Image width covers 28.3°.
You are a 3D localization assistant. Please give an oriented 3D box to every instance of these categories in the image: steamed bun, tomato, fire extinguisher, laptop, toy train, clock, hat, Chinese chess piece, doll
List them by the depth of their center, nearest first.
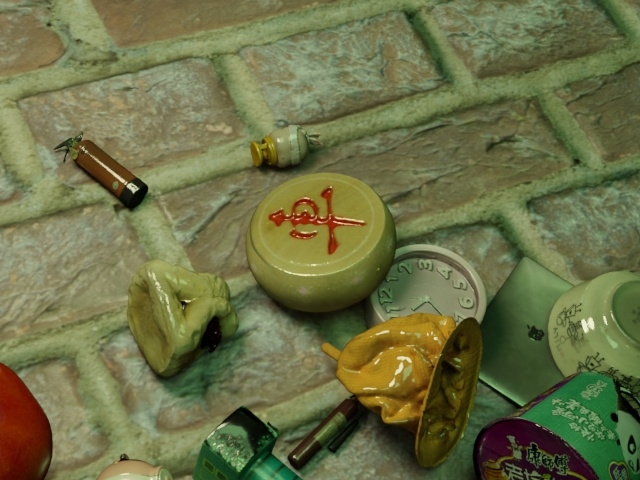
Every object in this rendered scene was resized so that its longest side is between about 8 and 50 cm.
[{"bbox_3d":[-0.513,0.300,1.746,0.298,0.226,0.299,9,50,-12],"label":"tomato"},{"bbox_3d":[-0.055,0.386,1.795,0.298,0.194,0.120,38,50,16],"label":"toy train"},{"bbox_3d":[0.021,0.296,1.976,0.049,0.035,0.173,39,61,18],"label":"fire extinguisher"},{"bbox_3d":[0.105,0.205,1.978,0.233,0.244,0.233,19,73,26],"label":"hat"},{"bbox_3d":[-0.205,0.114,1.995,0.155,0.141,0.172,-10,62,-33],"label":"steamed bun"},{"bbox_3d":[0.000,0.000,2.083,0.250,0.097,0.251,-5,49,6],"label":"Chinese chess piece"},{"bbox_3d":[0.173,0.104,2.102,0.196,0.068,0.197,4,55,-5],"label":"clock"},{"bbox_3d":[0.361,0.161,2.144,0.187,0.015,0.269,33,57,10],"label":"laptop"},{"bbox_3d":[-0.374,-0.123,2.154,0.177,0.050,0.062,37,96,14],"label":"fire extinguisher"},{"bbox_3d":[-0.061,-0.170,2.240,0.127,0.073,0.084,-15,30,-18],"label":"doll"}]

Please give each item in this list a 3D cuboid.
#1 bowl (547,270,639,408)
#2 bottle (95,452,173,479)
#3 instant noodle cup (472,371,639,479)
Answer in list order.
[{"bbox_3d":[0.509,0.148,2.105,0.237,0.126,0.238,8,58,-13],"label":"bowl"},{"bbox_3d":[-0.268,0.414,1.780,0.147,0.147,0.236,3,50,-10],"label":"bottle"},{"bbox_3d":[0.385,0.328,1.920,0.251,0.251,0.190,44,51,17],"label":"instant noodle cup"}]
